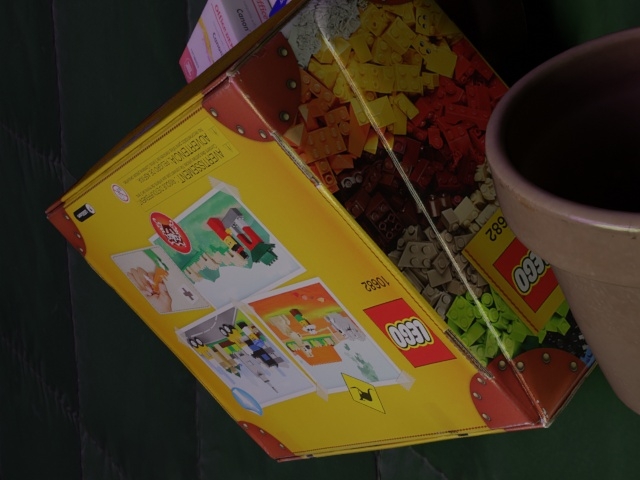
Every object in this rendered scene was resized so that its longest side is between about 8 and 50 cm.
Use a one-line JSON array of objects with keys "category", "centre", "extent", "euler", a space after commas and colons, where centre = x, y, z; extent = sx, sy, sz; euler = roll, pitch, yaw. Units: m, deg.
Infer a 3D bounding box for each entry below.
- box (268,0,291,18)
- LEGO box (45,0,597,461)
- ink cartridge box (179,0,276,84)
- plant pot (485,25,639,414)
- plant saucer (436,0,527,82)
[{"category": "box", "centre": [0.035, -0.191, 1.400], "extent": [0.072, 0.126, 0.137], "euler": [-50, 57, 54]}, {"category": "LEGO box", "centre": [0.000, 0.000, 1.315], "extent": [0.372, 0.193, 0.500], "euler": [48, 153, -10]}, {"category": "ink cartridge box", "centre": [-0.096, -0.226, 1.681], "extent": [0.115, 0.067, 0.198], "euler": [66, 149, 20]}, {"category": "plant pot", "centre": [0.259, 0.004, 0.987], "extent": [0.263, 0.263, 0.229], "euler": [37, 148, 50]}, {"category": "plant saucer", "centre": [0.107, -0.221, 1.290], "extent": [0.198, 0.036, 0.198], "euler": [45, 155, 27]}]
